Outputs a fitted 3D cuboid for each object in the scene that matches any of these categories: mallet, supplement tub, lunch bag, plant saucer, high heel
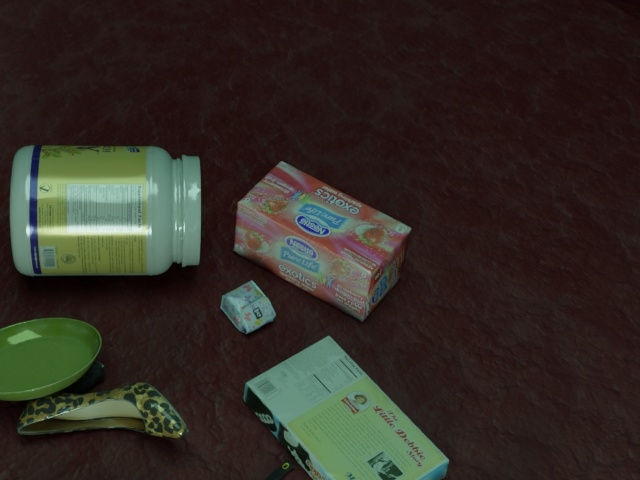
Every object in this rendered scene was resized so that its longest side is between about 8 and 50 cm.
[{"bbox_3d":[-0.102,0.418,1.918,0.190,0.039,0.062,-29,56,-35],"label":"mallet"},{"bbox_3d":[-0.388,-0.054,2.188,0.331,0.241,0.241,0,46,-8],"label":"supplement tub"},{"bbox_3d":[-0.130,0.124,2.183,0.071,0.053,0.083,-27,64,-28],"label":"lunch bag"},{"bbox_3d":[-0.487,0.205,2.019,0.241,0.037,0.241,-6,25,3],"label":"plant saucer"},{"bbox_3d":[-0.357,0.302,1.948,0.261,0.093,0.186,23,43,32],"label":"high heel"}]

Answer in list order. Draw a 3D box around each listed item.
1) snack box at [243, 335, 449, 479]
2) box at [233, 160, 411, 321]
[{"bbox_3d":[0.040,0.318,2.012,0.187,0.060,0.322,-27,55,-29],"label":"snack box"},{"bbox_3d":[0.000,0.000,2.255,0.300,0.142,0.154,29,50,19],"label":"box"}]
